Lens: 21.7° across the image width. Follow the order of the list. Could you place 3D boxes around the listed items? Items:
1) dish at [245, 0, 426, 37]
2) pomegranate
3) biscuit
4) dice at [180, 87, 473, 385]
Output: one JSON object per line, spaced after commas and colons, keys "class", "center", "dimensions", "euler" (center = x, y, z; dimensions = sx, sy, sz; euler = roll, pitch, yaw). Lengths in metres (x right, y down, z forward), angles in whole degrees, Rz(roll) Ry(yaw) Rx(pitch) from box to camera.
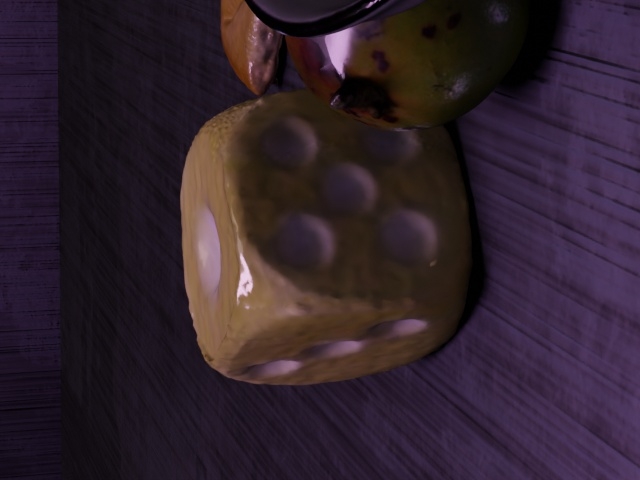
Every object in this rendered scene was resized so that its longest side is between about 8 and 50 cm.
{"class": "dish", "center": [0.068, -0.244, 0.886], "dimensions": [0.316, 0.106, 0.316], "euler": [-28, 54, 48]}
{"class": "pomegranate", "center": [0.048, -0.166, 1.039], "dimensions": [0.156, 0.156, 0.220], "euler": [116, 151, -57]}
{"class": "biscuit", "center": [-0.049, -0.273, 1.512], "dimensions": [0.299, 0.045, 0.154], "euler": [106, 157, -45]}
{"class": "dice", "center": [0.000, 0.000, 1.173], "dimensions": [0.166, 0.169, 0.169], "euler": [123, 141, -63]}
